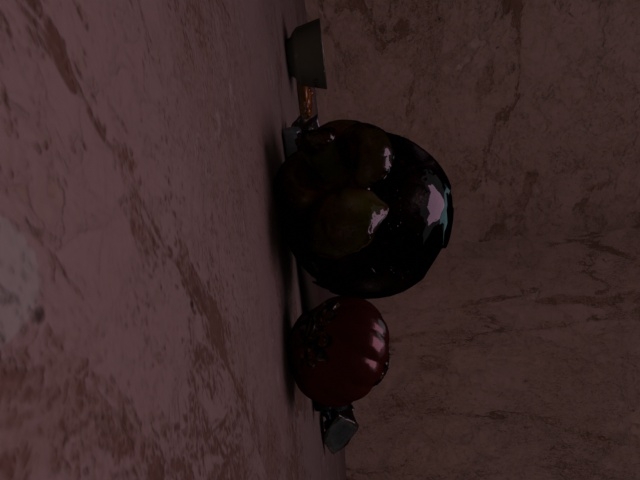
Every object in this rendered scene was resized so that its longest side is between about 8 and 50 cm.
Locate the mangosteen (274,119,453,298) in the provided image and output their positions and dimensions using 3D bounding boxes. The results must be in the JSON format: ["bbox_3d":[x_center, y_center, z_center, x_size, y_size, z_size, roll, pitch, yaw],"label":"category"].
[{"bbox_3d":[0.098,-0.067,1.230,0.421,0.381,0.380,72,13,-70],"label":"mangosteen"}]

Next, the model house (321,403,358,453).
[{"bbox_3d":[0.044,0.561,1.833,0.165,0.106,0.152,-58,-154,22],"label":"model house"}]

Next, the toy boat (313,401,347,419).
[{"bbox_3d":[0.019,0.356,1.599,0.103,0.093,0.245,-6,91,-79],"label":"toy boat"}]

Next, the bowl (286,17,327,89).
[{"bbox_3d":[-0.043,-0.563,1.770,0.211,0.112,0.211,-4,90,-87],"label":"bowl"}]

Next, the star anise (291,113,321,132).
[{"bbox_3d":[-0.009,-0.204,1.511,0.223,0.109,0.235,10,-45,57],"label":"star anise"}]

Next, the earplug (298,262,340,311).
[{"bbox_3d":[0.012,0.075,1.535,0.172,0.173,0.301,-86,163,-69],"label":"earplug"}]

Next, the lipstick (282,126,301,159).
[{"bbox_3d":[-0.062,-0.201,1.446,0.048,0.048,0.157,-89,173,-62],"label":"lipstick"}]

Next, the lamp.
[{"bbox_3d":[0.033,0.216,1.163,0.227,0.227,0.226,-5,90,-87],"label":"lamp"}]

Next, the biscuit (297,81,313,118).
[{"bbox_3d":[-0.051,-0.515,2.098,0.170,0.050,0.170,-5,90,-86],"label":"biscuit"}]
